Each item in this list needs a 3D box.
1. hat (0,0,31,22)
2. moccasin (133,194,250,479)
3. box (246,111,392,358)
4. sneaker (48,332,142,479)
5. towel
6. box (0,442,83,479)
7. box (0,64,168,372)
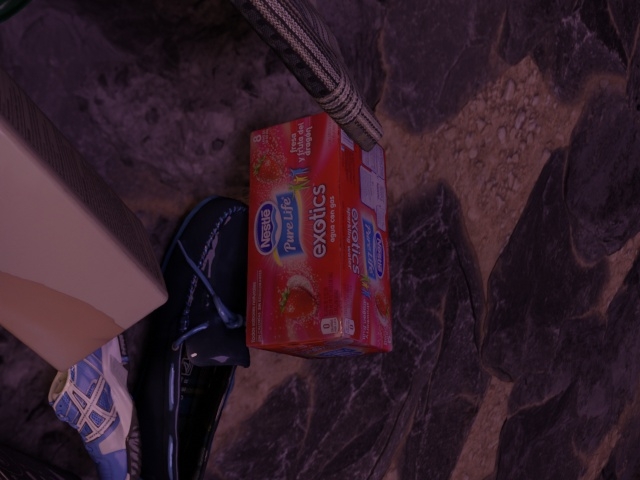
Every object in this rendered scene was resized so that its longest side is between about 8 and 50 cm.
[{"bbox_3d":[-0.241,-0.246,0.554,0.208,0.183,0.173,-41,130,-28],"label":"hat"},{"bbox_3d":[-0.121,0.123,0.843,0.137,0.116,0.342,8,97,-45],"label":"moccasin"},{"bbox_3d":[0.000,0.000,0.837,0.128,0.122,0.257,26,59,-56],"label":"box"},{"bbox_3d":[-0.241,0.177,0.774,0.081,0.080,0.211,-12,94,-29],"label":"sneaker"},{"bbox_3d":[-0.061,-0.267,0.659,0.056,0.324,0.312,-34,135,14],"label":"towel"},{"bbox_3d":[-0.275,0.289,0.669,0.142,0.163,0.247,-54,153,-16],"label":"box"},{"bbox_3d":[-0.272,-0.048,0.602,0.121,0.148,0.311,-35,128,0],"label":"box"}]
